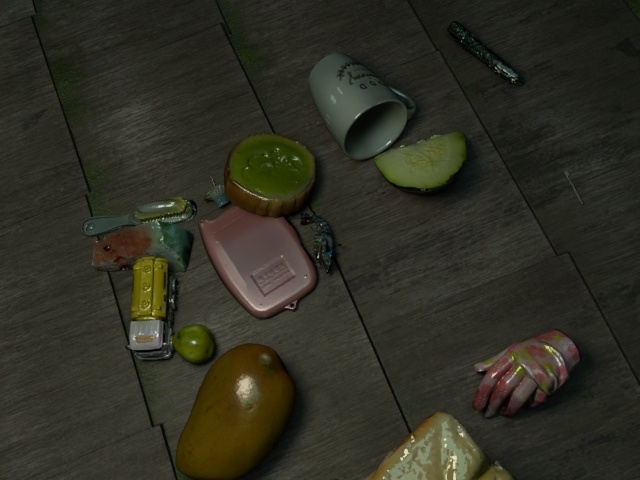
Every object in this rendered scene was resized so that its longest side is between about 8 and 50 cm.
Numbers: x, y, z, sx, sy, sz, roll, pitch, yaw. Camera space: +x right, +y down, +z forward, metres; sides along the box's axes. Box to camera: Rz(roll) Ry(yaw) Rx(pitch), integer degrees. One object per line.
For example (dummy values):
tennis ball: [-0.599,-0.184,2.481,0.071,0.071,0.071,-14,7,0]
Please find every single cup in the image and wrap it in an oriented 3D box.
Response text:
cup: [0.111,-0.353,1.834,0.258,0.186,0.234,-11,53,-31]

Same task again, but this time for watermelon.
watermelon: [-0.445,0.020,1.751,0.241,0.154,0.095,-9,66,16]

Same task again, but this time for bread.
bread: [-0.124,-0.163,1.784,0.236,0.070,0.236,4,57,-7]
bread: [0.185,0.547,1.328,0.390,0.371,0.279,-40,65,-15]

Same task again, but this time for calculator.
calculator: [-0.148,0.032,1.750,0.220,0.048,0.330,-32,70,-10]

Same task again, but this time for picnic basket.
picnic basket: [-0.258,-0.125,1.822,0.083,0.065,0.083,-29,89,-2]

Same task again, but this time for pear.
pear: [-0.290,0.235,1.657,0.096,0.092,0.092,4,67,-12]

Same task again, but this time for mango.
mango: [-0.179,0.372,1.548,0.211,0.173,0.317,30,80,17]

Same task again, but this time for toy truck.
toy truck: [-0.393,0.156,1.686,0.098,0.114,0.227,-4,67,4]

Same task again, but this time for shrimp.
shrimp: [0.004,-0.003,1.733,0.076,0.082,0.174,-23,60,1]

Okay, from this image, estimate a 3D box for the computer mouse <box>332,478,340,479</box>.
computer mouse: [0.013,0.546,1.519,0.135,0.047,0.079,-9,54,15]

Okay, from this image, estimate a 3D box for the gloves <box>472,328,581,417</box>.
gloves: [0.427,0.285,1.549,0.241,0.126,0.145,-30,72,-15]

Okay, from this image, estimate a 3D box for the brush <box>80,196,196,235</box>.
brush: [-0.460,-0.064,1.814,0.296,0.060,0.068,-11,69,1]

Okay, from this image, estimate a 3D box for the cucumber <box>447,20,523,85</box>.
cucumber: [0.430,-0.487,1.910,0.044,0.043,0.257,-42,70,-6]

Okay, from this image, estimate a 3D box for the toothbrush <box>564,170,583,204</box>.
toothbrush: [0.614,-0.128,1.760,0.008,0.006,0.097,-16,67,-5]

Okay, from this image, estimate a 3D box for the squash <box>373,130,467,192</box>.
squash: [0.262,-0.187,1.745,0.236,0.155,0.204,-18,68,0]
